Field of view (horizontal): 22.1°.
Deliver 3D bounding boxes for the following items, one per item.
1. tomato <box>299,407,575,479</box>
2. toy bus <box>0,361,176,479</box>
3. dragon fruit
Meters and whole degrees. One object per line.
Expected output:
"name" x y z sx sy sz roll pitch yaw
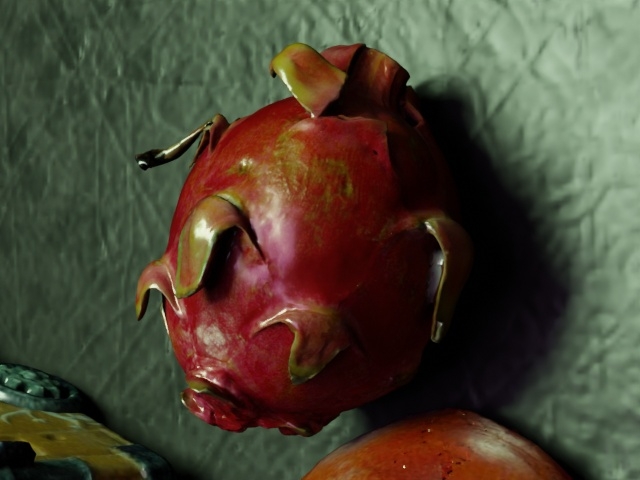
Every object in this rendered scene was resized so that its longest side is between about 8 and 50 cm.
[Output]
"tomato" 0.028 0.164 0.638 0.173 0.099 0.189 43 113 30
"toy bus" -0.246 0.113 0.794 0.323 0.194 0.162 24 100 37
"dragon fruit" 0.000 0.000 0.658 0.133 0.136 0.166 9 72 47
